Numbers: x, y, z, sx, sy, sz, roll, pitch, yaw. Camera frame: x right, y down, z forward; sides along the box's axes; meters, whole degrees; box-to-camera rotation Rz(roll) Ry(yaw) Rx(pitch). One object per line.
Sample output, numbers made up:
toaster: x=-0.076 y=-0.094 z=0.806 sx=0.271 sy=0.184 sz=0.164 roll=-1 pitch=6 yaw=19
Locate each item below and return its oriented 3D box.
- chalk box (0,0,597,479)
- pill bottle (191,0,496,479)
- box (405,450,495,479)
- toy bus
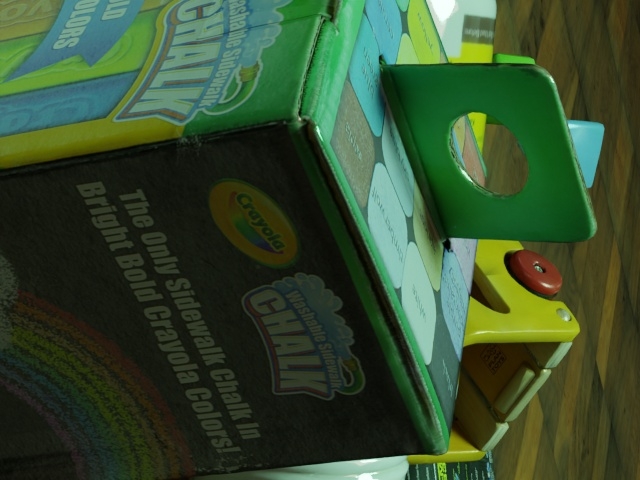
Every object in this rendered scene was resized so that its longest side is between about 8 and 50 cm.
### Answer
chalk box: x=-0.026 y=-0.019 z=0.555 sx=0.132 sy=0.213 sz=0.132 roll=-78 pitch=153 yaw=-47
pill bottle: x=0.000 y=0.000 z=0.704 sx=0.117 sy=0.117 sz=0.215 roll=-17 pitch=113 yaw=-72
box: x=0.062 y=0.105 z=1.033 sx=0.184 sy=0.045 sz=0.190 roll=21 pitch=62 yaw=-72
toy bus: x=0.026 y=0.009 z=0.869 sx=0.104 sy=0.202 sz=0.191 roll=3 pitch=85 yaw=-41
